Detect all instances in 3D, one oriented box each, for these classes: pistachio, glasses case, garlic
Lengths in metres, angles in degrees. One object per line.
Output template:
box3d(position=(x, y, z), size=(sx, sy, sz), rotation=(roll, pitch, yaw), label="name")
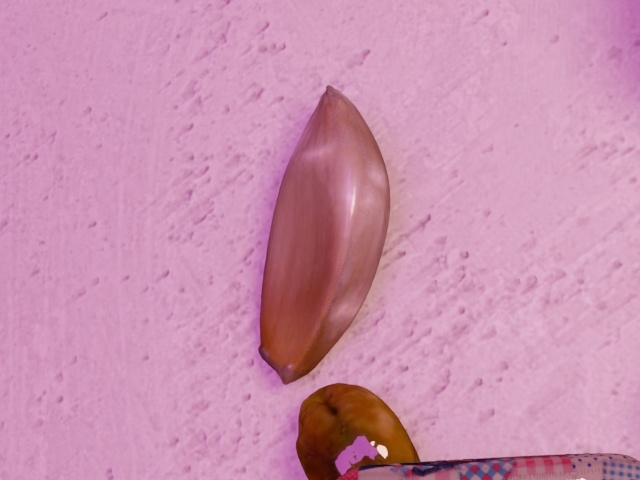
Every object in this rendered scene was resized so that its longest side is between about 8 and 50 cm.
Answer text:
box3d(position=(0.043, 0.223, 1.482), size=(0.110, 0.100, 0.189), rotation=(-37, 62, 24), label="pistachio")
box3d(position=(0.166, 0.272, 1.394), size=(0.327, 0.076, 0.125), rotation=(-4, 89, 4), label="glasses case")
box3d(position=(0.006, 0.001, 1.547), size=(0.143, 0.112, 0.318), rotation=(20, 93, 48), label="garlic")
